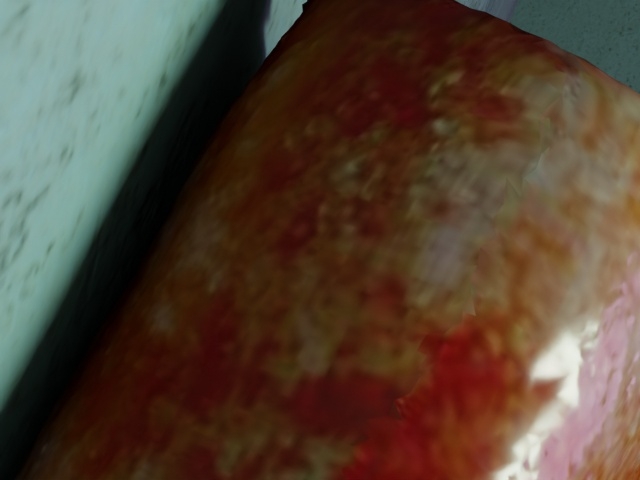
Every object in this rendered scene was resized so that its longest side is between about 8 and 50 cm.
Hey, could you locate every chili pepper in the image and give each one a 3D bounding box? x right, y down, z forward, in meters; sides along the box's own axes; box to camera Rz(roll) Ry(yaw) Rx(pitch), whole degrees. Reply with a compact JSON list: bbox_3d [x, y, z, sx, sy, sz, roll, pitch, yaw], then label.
[{"bbox_3d":[0.017,0.087,0.436,0.305,0.229,0.251,-64,-170,-22],"label":"chili pepper"}]
